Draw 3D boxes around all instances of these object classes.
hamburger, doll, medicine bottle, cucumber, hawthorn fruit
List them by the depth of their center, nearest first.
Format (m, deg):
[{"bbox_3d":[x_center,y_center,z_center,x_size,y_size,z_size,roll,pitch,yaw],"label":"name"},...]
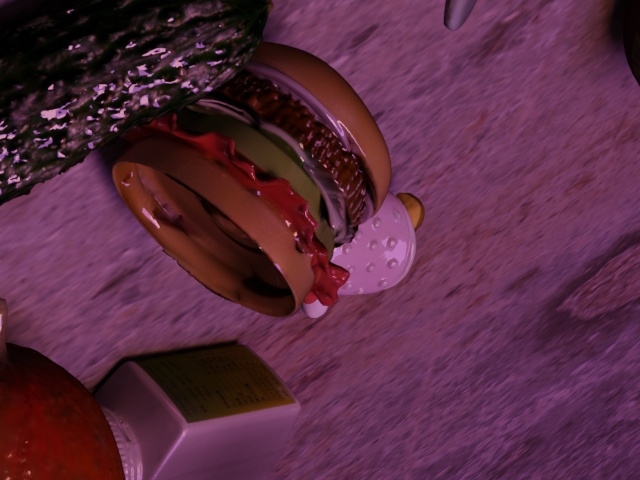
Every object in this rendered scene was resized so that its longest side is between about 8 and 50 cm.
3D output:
[{"bbox_3d":[-0.178,-0.065,0.929,0.359,0.096,0.096,-33,148,-23],"label":"cucumber"},{"bbox_3d":[-0.035,-0.047,1.065,0.137,0.175,0.175,-52,154,-22],"label":"hamburger"},{"bbox_3d":[-0.210,0.151,1.076,0.199,0.199,0.251,-11,122,-44],"label":"hawthorn fruit"},{"bbox_3d":[0.000,0.000,1.233,0.207,0.081,0.129,-2,122,-47],"label":"doll"},{"bbox_3d":[-0.121,0.156,1.265,0.188,0.088,0.132,-5,131,-48],"label":"medicine bottle"}]

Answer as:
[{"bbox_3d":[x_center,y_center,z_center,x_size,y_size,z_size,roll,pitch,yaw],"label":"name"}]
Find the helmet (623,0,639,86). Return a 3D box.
[{"bbox_3d":[0.297,-0.177,1.351,0.155,0.106,0.175,-38,146,-9],"label":"helmet"}]

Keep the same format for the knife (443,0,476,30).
[{"bbox_3d":[0.143,-0.306,1.033,0.132,0.038,0.399,-65,172,-52],"label":"knife"}]
